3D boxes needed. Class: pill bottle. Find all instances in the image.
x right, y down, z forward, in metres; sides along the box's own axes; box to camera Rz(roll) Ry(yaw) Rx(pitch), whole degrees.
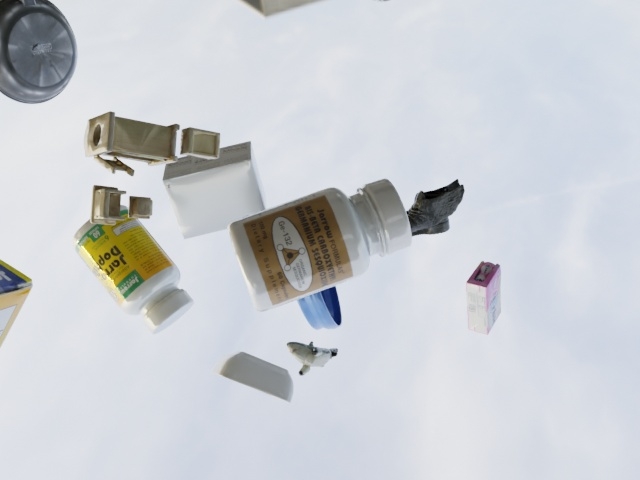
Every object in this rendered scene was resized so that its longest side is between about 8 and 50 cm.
[{"bbox_3d":[-0.312,0.052,1.098,0.117,0.117,0.208,-37,-96,-31],"label":"pill bottle"},{"bbox_3d":[0.000,0.000,0.884,0.229,0.131,0.131,-20,-140,-6],"label":"pill bottle"}]

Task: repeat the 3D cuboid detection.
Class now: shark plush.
[{"bbox_3d":[-0.007,0.254,1.510,0.161,0.073,0.067,-8,-138,-45],"label":"shark plush"}]

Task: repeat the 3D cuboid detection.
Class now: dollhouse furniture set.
[{"bbox_3d":[-0.265,-0.098,1.009,0.182,0.161,0.101,5,177,-39],"label":"dollhouse furniture set"}]

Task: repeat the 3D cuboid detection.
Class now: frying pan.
[{"bbox_3d":[-0.510,-0.410,1.172,0.053,0.326,0.197,15,-172,32],"label":"frying pan"}]

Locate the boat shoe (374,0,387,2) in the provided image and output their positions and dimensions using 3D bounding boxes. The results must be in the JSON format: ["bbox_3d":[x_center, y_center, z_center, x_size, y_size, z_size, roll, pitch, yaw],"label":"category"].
[{"bbox_3d":[0.063,-0.386,0.845,0.083,0.183,0.065,13,-104,49],"label":"boat shoe"}]

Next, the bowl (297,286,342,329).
[{"bbox_3d":[-0.034,0.080,1.914,0.077,0.391,0.391,-19,-142,8],"label":"bowl"}]

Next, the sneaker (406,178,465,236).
[{"bbox_3d":[0.180,-0.053,1.187,0.170,0.089,0.051,-10,-154,-5],"label":"sneaker"}]

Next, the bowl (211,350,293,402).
[{"bbox_3d":[-0.115,0.235,1.141,0.142,0.142,0.053,25,-106,-12],"label":"bowl"}]

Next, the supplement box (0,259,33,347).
[{"bbox_3d":[-0.489,0.154,0.644,0.195,0.357,0.194,32,-171,3],"label":"supplement box"}]

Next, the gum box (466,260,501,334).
[{"bbox_3d":[0.465,0.159,1.841,0.062,0.188,0.107,14,-139,32],"label":"gum box"}]

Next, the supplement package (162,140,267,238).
[{"bbox_3d":[-0.306,-0.149,1.920,0.261,0.204,0.145,-13,-149,1],"label":"supplement package"}]
